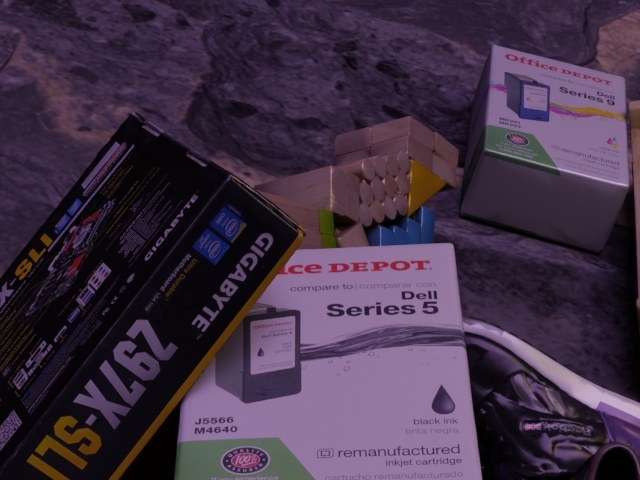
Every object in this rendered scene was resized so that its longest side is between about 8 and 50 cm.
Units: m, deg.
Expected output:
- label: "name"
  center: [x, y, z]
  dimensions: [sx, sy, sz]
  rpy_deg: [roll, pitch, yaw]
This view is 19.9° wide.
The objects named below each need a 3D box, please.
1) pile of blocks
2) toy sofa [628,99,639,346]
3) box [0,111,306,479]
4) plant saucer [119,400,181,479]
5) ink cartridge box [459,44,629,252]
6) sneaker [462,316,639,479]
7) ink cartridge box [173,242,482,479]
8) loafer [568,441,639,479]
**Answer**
- label: "pile of blocks"
  center: [0.000, 0.000, 1.571]
  dimensions: [0.112, 0.149, 0.362]
  rpy_deg: [-13, 9, 35]
- label: "toy sofa"
  center: [0.386, 0.019, 1.796]
  dimensions: [0.150, 0.177, 0.362]
  rpy_deg: [-5, 36, 11]
- label: "box"
  center: [-0.173, 0.072, 1.294]
  dimensions: [0.079, 0.322, 0.257]
  rpy_deg: [39, -3, -23]
- label: "plant saucer"
  center: [-0.067, 0.164, 1.348]
  dimensions: [0.259, 0.048, 0.258]
  rpy_deg: [29, 47, 34]
- label: "ink cartridge box"
  center: [0.235, -0.100, 1.906]
  dimensions: [0.154, 0.093, 0.212]
  rpy_deg: [15, 36, -2]
- label: "sneaker"
  center: [0.163, 0.161, 1.545]
  dimensions: [0.283, 0.107, 0.124]
  rpy_deg: [22, 44, 6]
- label: "ink cartridge box"
  center: [0.004, 0.126, 1.259]
  dimensions: [0.198, 0.115, 0.273]
  rpy_deg: [-2, 36, 0]
- label: "loafer"
  center: [0.212, 0.289, 1.368]
  dimensions: [0.109, 0.095, 0.303]
  rpy_deg: [6, 49, -1]
